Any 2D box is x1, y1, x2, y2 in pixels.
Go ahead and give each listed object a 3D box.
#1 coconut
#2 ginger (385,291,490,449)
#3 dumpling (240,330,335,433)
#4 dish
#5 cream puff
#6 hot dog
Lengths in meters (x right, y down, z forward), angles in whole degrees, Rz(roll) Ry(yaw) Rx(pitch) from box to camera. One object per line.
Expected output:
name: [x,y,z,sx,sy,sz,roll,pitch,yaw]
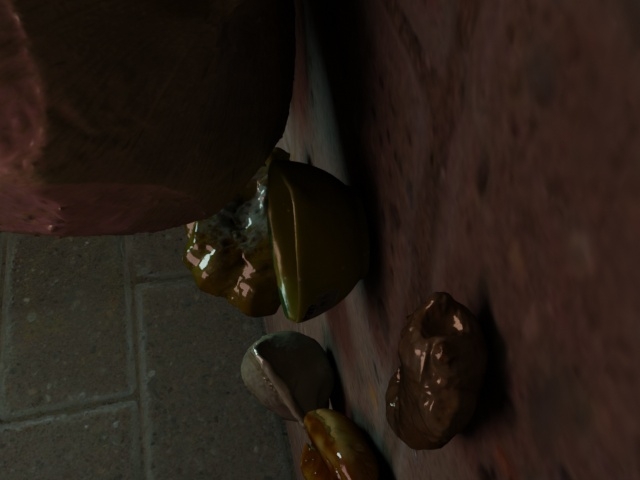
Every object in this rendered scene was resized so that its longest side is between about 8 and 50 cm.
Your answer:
coconut: [-0.186,-0.189,0.606,0.404,0.405,0.404,171,90,-82]
ginger: [0.063,0.089,0.422,0.173,0.051,0.069,103,160,-64]
dumpling: [-0.035,0.209,1.003,0.166,0.126,0.215,61,162,19]
dish: [0.000,0.000,0.651,0.207,0.080,0.148,108,153,-69]
cream puff: [-0.085,0.006,0.942,0.194,0.195,0.220,95,168,-60]
hot dog: [0.025,0.251,0.796,0.249,0.068,0.100,177,97,-80]
